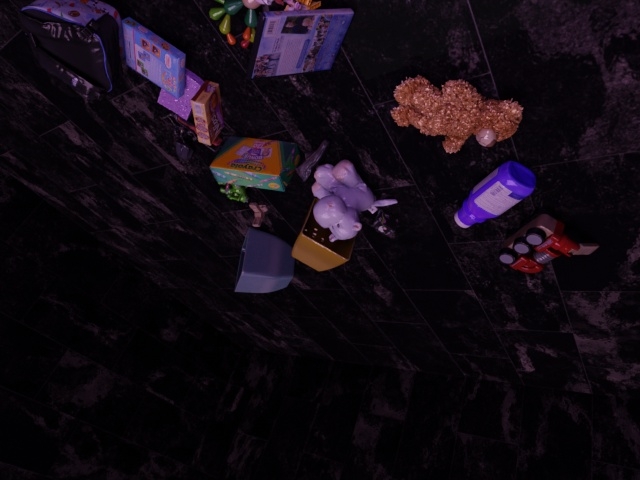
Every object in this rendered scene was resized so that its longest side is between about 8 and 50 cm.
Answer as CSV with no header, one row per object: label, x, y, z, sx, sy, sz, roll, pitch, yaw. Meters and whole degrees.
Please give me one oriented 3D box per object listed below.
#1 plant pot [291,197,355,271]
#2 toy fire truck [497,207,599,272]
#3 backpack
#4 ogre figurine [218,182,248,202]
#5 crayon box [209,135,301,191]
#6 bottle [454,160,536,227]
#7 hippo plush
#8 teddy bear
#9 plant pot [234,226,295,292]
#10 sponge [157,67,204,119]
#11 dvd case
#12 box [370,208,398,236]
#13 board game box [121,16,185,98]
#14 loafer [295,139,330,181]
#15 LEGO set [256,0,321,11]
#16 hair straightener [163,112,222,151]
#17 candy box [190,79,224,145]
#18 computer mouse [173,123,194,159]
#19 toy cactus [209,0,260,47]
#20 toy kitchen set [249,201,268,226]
plant pot,0.000,0.000,1.734,0.212,0.212,0.187,30,136,-12
toy fire truck,0.752,0.027,1.419,0.246,0.158,0.217,33,148,3
backpack,-0.738,-0.613,1.310,0.263,0.213,0.276,18,143,-8
ogre figurine,-0.359,-0.215,1.785,0.118,0.097,0.197,25,139,18
crayon box,-0.228,-0.275,1.538,0.278,0.165,0.081,10,147,19
bottle,0.526,-0.129,1.348,0.118,0.092,0.283,27,149,-6
hippo plush,0.068,-0.106,1.536,0.294,0.236,0.234,38,145,-24
teddy bear,0.347,-0.325,1.148,0.338,0.113,0.245,25,151,-3
plant pot,-0.259,0.118,2.101,0.252,0.248,0.247,12,151,-14
sponge,-0.477,-0.505,1.476,0.117,0.031,0.210,33,147,-16
dvd case,-0.052,-0.481,1.068,0.022,0.253,0.180,61,149,17
box,0.244,-0.068,1.651,0.083,0.062,0.052,31,146,-12
board game box,-0.520,-0.566,1.359,0.211,0.039,0.160,35,146,3
loafer,-0.028,-0.279,1.475,0.061,0.062,0.170,42,119,6
LEGO set,-0.080,-0.566,1.065,0.107,0.132,0.287,33,-178,19
hair straightener,-0.482,-0.400,1.624,0.230,0.047,0.089,27,148,-7
candy box,-0.377,-0.425,1.459,0.053,0.109,0.186,19,148,6
computer mouse,-0.531,-0.369,1.663,0.071,0.041,0.242,31,160,0
toy cactus,-0.201,-0.599,1.096,0.180,0.112,0.219,-7,142,29
toy kitchen set,-0.272,-0.114,1.897,0.068,0.075,0.083,2,147,29
